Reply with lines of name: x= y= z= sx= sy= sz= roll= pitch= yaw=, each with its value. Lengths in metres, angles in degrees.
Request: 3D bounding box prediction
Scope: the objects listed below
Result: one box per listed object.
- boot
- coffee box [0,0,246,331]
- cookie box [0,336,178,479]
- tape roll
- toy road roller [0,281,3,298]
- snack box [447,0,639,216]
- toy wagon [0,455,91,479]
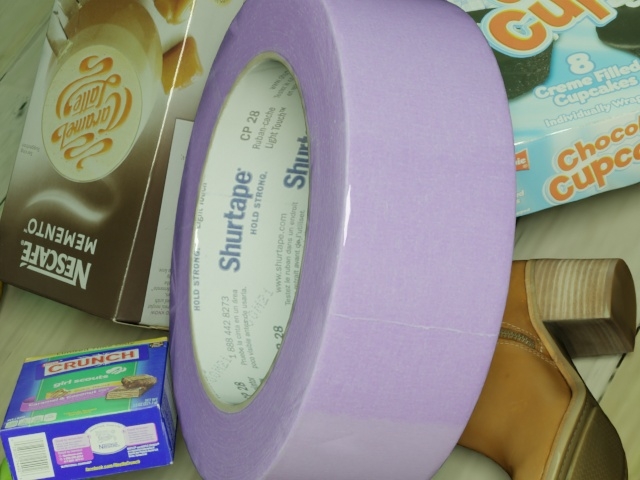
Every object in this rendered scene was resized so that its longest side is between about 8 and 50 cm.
boot: x=0.084 y=0.096 z=0.805 sx=0.152 sy=0.073 sz=0.197 roll=-9 pitch=42 yaw=30
coffee box: x=-0.110 y=-0.074 z=0.977 sx=0.141 sy=0.098 sz=0.246 roll=15 pitch=92 yaw=42
cookie box: x=-0.131 y=0.098 z=0.877 sx=0.092 sy=0.040 sz=0.107 roll=-9 pitch=17 yaw=-1
tape roll: x=0.000 y=0.000 z=0.803 sx=0.275 sy=0.090 sz=0.274 roll=-172 pitch=90 yaw=-68
toy road roller: x=-0.349 y=0.088 z=1.029 sx=0.202 sy=0.240 sz=0.329 roll=8 pitch=95 yaw=37
snack box: x=0.199 y=-0.125 z=0.873 sx=0.322 sy=0.060 sz=0.187 roll=-16 pitch=44 yaw=-1
toy wagon: x=-0.165 y=0.240 z=0.832 sx=0.344 sy=0.068 sz=0.267 roll=-22 pitch=44 yaw=12
